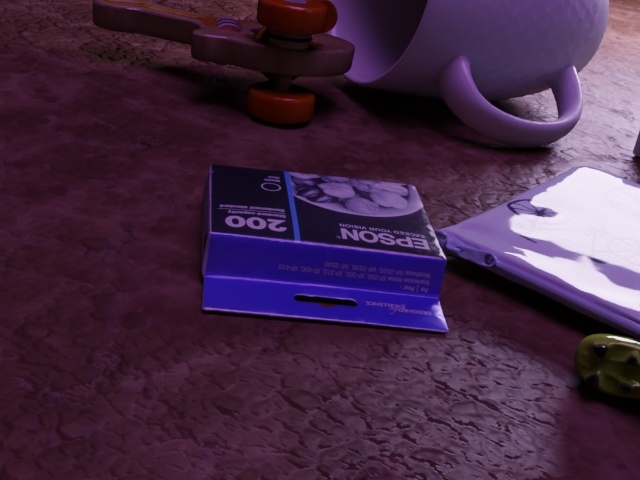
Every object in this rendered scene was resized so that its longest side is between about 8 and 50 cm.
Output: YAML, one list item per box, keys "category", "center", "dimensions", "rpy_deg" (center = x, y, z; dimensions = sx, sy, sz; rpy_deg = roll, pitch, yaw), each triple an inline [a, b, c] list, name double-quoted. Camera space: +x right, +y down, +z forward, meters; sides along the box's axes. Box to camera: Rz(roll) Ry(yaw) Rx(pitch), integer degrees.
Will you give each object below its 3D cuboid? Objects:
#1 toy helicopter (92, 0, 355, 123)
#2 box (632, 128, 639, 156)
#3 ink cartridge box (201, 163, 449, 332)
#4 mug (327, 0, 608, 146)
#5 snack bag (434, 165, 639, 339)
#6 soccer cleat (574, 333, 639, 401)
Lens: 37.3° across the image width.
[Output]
- category: "toy helicopter"
  center: [-0.125, -0.272, 1.225]
  dimensions: [0.354, 0.140, 0.235]
  rpy_deg: [15, 25, 15]
- category: "box"
  center: [0.516, -0.147, 1.249]
  dimensions: [0.130, 0.091, 0.170]
  rpy_deg: [29, 33, 34]
- category: "ink cartridge box"
  center: [0.000, 0.000, 0.831]
  dimensions: [0.206, 0.045, 0.208]
  rpy_deg: [6, 28, -10]
- category: "mug"
  center: [0.224, -0.284, 1.270]
  dimensions: [0.328, 0.276, 0.374]
  rpy_deg: [4, 57, -28]
- category: "snack bag"
  center: [0.323, 0.024, 0.908]
  dimensions: [0.323, 0.037, 0.342]
  rpy_deg: [27, 31, 31]
- category: "soccer cleat"
  center: [0.279, 0.109, 0.704]
  dimensions: [0.178, 0.060, 0.072]
  rpy_deg: [22, 16, 23]
